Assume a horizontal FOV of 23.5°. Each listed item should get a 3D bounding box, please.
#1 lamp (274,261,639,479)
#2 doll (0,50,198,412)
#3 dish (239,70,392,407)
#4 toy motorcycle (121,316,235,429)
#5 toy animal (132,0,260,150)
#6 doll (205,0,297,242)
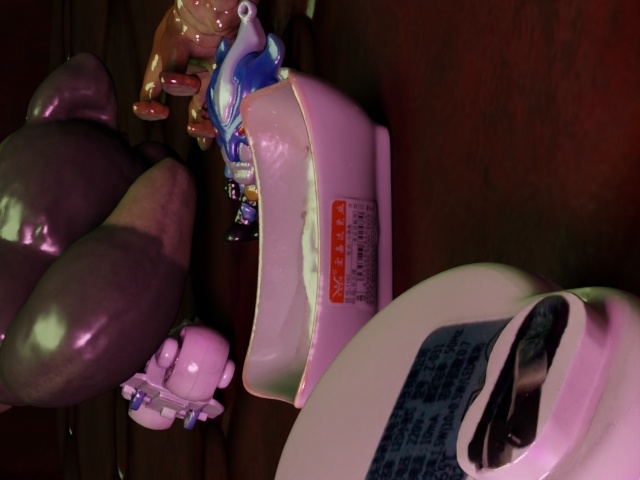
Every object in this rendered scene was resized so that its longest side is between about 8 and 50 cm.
[{"bbox_3d":[0.075,0.095,0.667,0.246,0.108,0.180,-22,41,57],"label":"lamp"},{"bbox_3d":[-0.220,0.014,1.552,0.378,0.252,0.382,7,63,41],"label":"doll"},{"bbox_3d":[0.000,0.000,1.020,0.151,0.077,0.213,175,95,-73],"label":"dish"},{"bbox_3d":[-0.140,0.126,1.533,0.254,0.112,0.113,138,130,-66],"label":"toy motorcycle"},{"bbox_3d":[-0.107,-0.188,1.418,0.312,0.097,0.158,158,123,-76],"label":"toy animal"},{"bbox_3d":[-0.055,-0.096,1.247,0.096,0.070,0.195,1,95,45],"label":"doll"}]
